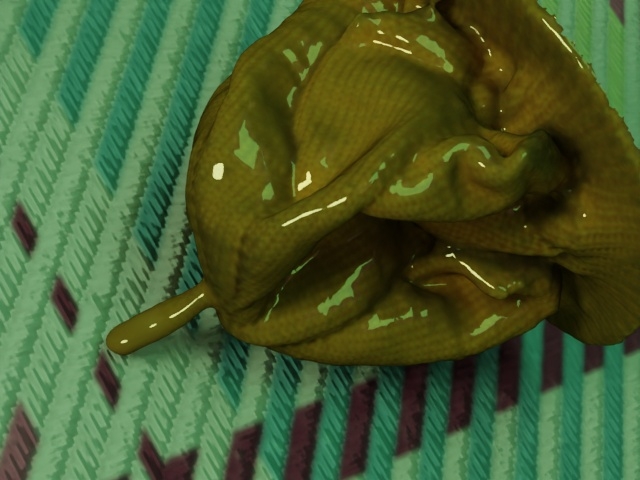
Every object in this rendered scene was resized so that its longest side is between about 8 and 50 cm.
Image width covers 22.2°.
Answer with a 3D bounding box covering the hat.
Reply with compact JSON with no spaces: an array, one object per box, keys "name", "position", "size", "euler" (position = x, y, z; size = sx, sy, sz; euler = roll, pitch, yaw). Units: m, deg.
[{"name":"hat","position":[0.000,0.000,0.785],"size":[0.233,0.244,0.233],"euler":[-30,46,-18]}]
